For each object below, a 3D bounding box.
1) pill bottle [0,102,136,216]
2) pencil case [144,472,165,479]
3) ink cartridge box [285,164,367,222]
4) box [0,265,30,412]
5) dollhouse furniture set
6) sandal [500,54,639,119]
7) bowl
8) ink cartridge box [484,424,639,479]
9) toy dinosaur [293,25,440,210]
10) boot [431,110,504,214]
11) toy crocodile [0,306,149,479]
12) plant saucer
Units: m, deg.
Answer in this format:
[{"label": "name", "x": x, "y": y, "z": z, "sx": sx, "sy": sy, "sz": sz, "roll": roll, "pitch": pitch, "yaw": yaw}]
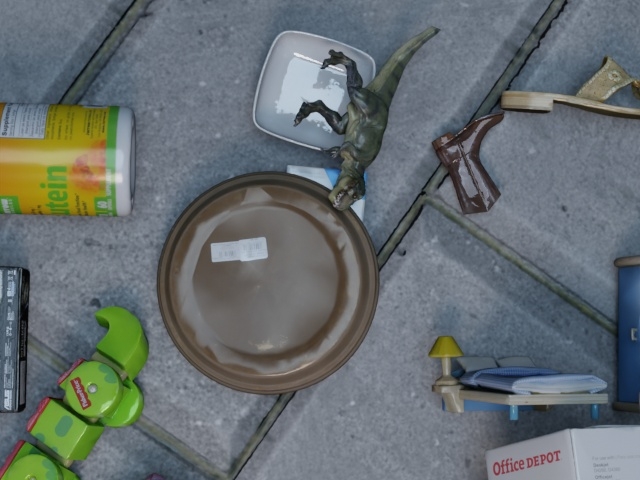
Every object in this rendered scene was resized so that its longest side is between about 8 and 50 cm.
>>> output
[{"label": "pill bottle", "x": -0.352, "y": -0.099, "z": 1.634, "sx": 0.246, "sy": 0.136, "sz": 0.136, "roll": 1, "pitch": 86, "yaw": -4}, {"label": "pencil case", "x": -0.132, "y": 0.409, "z": 1.630, "sx": 0.284, "sy": 0.124, "sz": 0.124, "roll": 37, "pitch": 84, "yaw": -2}, {"label": "ink cartridge box", "x": 0.000, "y": 0.000, "z": 1.694, "sx": 0.104, "sy": 0.060, "sz": 0.180, "roll": 5, "pitch": 86, "yaw": -4}, {"label": "box", "x": -0.437, "y": 0.121, "z": 1.642, "sx": 0.147, "sy": 0.077, "sz": 0.180, "roll": 0, "pitch": 86, "yaw": -5}, {"label": "dollhouse furniture set", "x": 0.311, "y": 0.113, "z": 1.599, "sx": 0.303, "sy": 0.286, "sz": 0.198, "roll": 1, "pitch": 86, "yaw": -16}, {"label": "sandal", "x": 0.355, "y": -0.201, "z": 1.723, "sx": 0.240, "sy": 0.088, "sz": 0.079, "roll": 4, "pitch": 92, "yaw": 1}, {"label": "bowl", "x": -0.010, "y": -0.187, "z": 1.710, "sx": 0.142, "sy": 0.053, "sz": 0.142, "roll": 17, "pitch": 86, "yaw": -4}, {"label": "ink cartridge box", "x": 0.333, "y": 0.358, "z": 1.546, "sx": 0.197, "sy": 0.198, "sz": 0.270, "roll": 1, "pitch": 74, "yaw": -23}, {"label": "toy dinosaur", "x": 0.042, "y": -0.168, "z": 1.660, "sx": 0.118, "sy": 0.064, "sz": 0.268, "roll": 25, "pitch": 80, "yaw": -6}, {"label": "boot", "x": 0.212, "y": -0.098, "z": 1.729, "sx": 0.106, "sy": 0.037, "sz": 0.114, "roll": -27, "pitch": 85, "yaw": 7}, {"label": "toy crocodile", "x": -0.314, "y": 0.238, "z": 1.629, "sx": 0.105, "sy": 0.115, "sz": 0.340, "roll": 30, "pitch": 82, "yaw": 17}, {"label": "plant saucer", "x": -0.067, "y": 0.051, "z": 1.639, "sx": 0.278, "sy": 0.041, "sz": 0.277, "roll": 0, "pitch": 86, "yaw": 5}]
